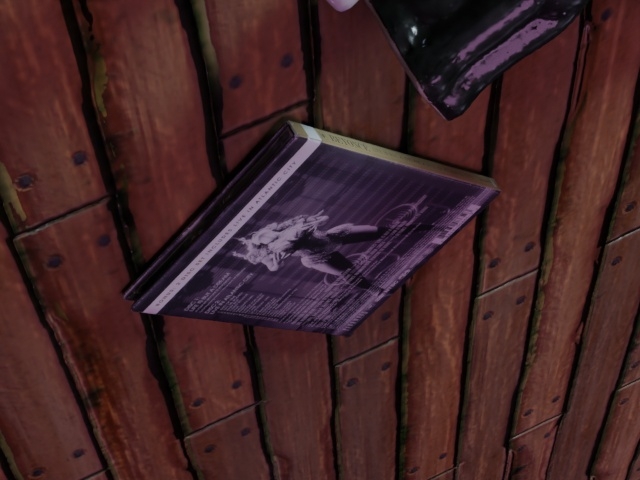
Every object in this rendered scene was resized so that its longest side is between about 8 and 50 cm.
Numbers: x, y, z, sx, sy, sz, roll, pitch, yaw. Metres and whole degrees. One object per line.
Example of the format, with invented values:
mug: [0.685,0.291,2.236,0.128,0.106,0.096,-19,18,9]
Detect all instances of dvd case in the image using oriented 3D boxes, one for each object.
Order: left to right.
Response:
dvd case: [0.000,0.000,0.954,0.164,0.018,0.221,-45,149,25]

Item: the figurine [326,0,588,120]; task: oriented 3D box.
figurine: [0.094,-0.177,0.676,0.209,0.092,0.215,-33,150,14]
